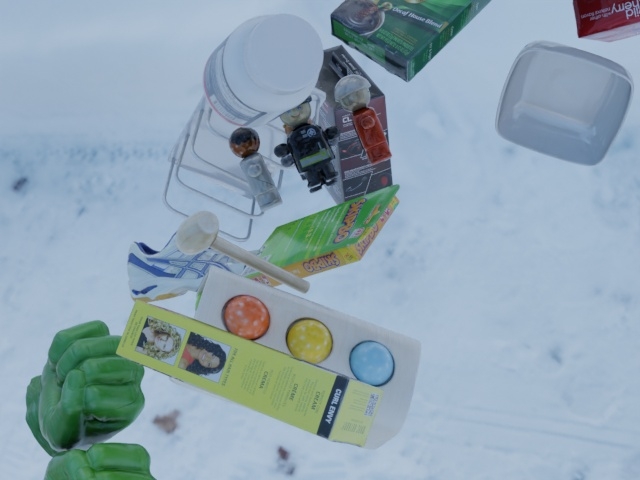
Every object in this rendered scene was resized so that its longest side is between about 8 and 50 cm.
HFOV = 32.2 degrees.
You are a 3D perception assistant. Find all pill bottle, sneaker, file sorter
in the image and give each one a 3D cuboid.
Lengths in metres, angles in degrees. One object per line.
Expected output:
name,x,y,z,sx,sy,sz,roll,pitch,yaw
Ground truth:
pill bottle,-0.061,-0.189,1.216,0.108,0.108,0.180,-64,15,-11
sneaker,-0.230,0.034,2.097,0.296,0.112,0.131,-10,89,7
file sorter,-0.144,-0.160,1.987,0.278,0.193,0.173,-53,19,36

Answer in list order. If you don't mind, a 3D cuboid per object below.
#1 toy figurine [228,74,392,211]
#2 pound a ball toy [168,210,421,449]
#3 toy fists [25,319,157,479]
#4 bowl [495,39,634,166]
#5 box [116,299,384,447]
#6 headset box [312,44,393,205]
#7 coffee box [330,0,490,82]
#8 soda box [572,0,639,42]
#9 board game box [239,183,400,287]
toy figurine,-0.020,-0.152,1.702,0.209,0.213,0.148,-23,90,48
pound a ball toy,-0.039,0.094,1.332,0.136,0.319,0.208,126,163,-58
toy fists,-0.236,0.213,1.124,0.142,0.096,0.279,-39,48,32
bowl,0.282,-0.166,1.278,0.142,0.142,0.053,19,47,6
box,-0.066,0.119,1.001,0.232,0.087,0.058,17,84,28
headset box,0.046,-0.226,2.172,0.110,0.293,0.218,-19,41,-12
coffee box,0.109,-0.264,1.199,0.113,0.040,0.184,37,68,23
soda box,0.415,-0.290,1.226,0.263,0.092,0.083,-10,88,38
board game box,0.000,0.000,1.501,0.259,0.039,0.124,-22,25,47
